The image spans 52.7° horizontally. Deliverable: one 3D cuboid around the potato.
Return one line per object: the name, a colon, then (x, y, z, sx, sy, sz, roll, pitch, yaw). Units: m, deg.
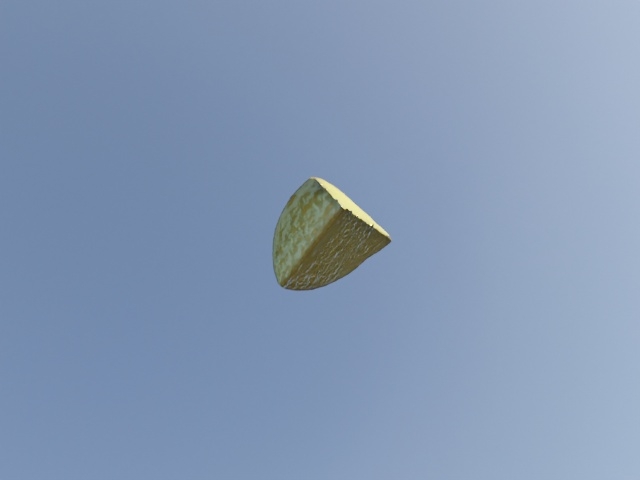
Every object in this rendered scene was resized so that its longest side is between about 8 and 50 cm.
potato: (0.000, 0.000, 0.794, 0.120, 0.081, 0.149, -49, -31, 9)
